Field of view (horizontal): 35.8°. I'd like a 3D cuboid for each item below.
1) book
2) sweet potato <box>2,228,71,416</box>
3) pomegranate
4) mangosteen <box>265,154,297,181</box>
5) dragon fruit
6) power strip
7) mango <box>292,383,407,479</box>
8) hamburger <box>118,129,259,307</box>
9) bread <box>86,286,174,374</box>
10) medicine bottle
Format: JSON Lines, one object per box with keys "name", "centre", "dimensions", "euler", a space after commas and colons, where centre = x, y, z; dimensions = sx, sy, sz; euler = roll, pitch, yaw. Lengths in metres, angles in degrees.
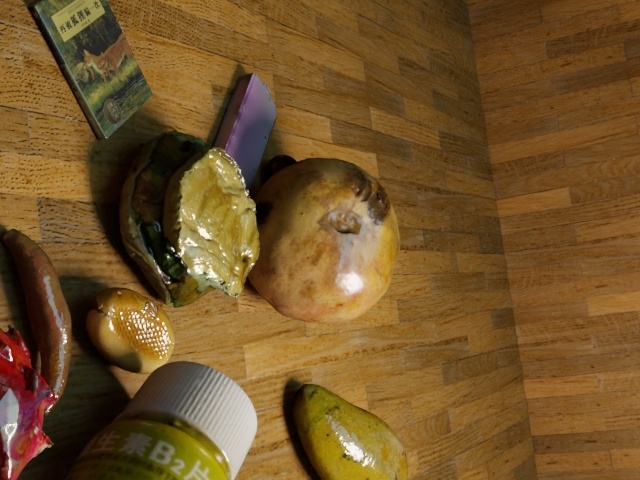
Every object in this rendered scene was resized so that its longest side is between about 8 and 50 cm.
{"name": "book", "centre": [-0.356, -0.292, 1.558], "dimensions": [0.228, 0.024, 0.160], "euler": [67, 32, -25]}
{"name": "sweet potato", "centre": [-0.373, 0.106, 1.342], "dimensions": [0.078, 0.058, 0.255], "euler": [-1, 78, -66]}
{"name": "pomegranate", "centre": [0.000, 0.000, 1.870], "dimensions": [0.322, 0.322, 0.322], "euler": [32, 54, -56]}
{"name": "mangosteen", "centre": [-0.071, -0.135, 2.000], "dimensions": [0.081, 0.081, 0.081], "euler": [32, 54, -56]}
{"name": "dragon fruit", "centre": [-0.387, 0.185, 1.214], "dimensions": [0.161, 0.126, 0.274], "euler": [-27, 105, -62]}
{"name": "power strip", "centre": [-0.147, -0.206, 1.920], "dimensions": [0.109, 0.037, 0.279], "euler": [57, 34, -38]}
{"name": "mango", "centre": [0.062, 0.416, 1.982], "dimensions": [0.176, 0.175, 0.329], "euler": [42, -9, 48]}
{"name": "hamburger", "centre": [-0.217, -0.032, 1.624], "dimensions": [0.265, 0.134, 0.285], "euler": [-72, 149, -47]}
{"name": "bread", "centre": [-0.290, 0.133, 1.483], "dimensions": [0.189, 0.077, 0.114], "euler": [45, 63, -50]}
{"name": "medicine bottle", "centre": [-0.236, 0.355, 1.341], "dimensions": [0.224, 0.224, 0.384], "euler": [66, 30, -25]}
